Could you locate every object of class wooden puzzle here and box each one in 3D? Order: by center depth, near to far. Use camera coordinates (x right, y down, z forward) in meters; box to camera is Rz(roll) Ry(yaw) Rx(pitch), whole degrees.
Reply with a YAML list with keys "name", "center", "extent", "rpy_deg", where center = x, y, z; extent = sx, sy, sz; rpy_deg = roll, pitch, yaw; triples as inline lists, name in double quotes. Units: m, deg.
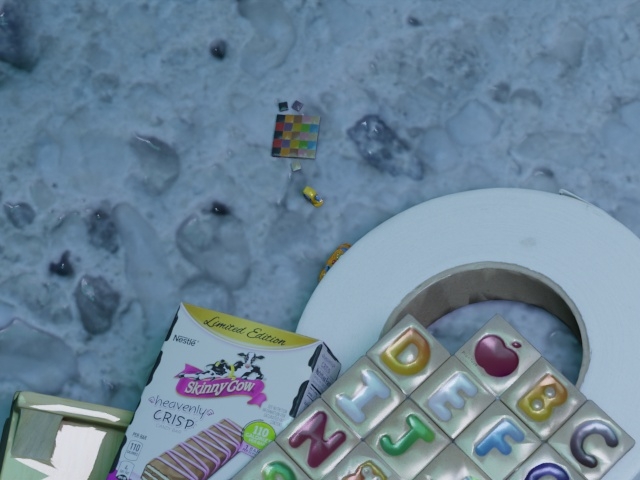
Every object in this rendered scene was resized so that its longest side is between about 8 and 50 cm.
- name: "wooden puzzle"
  center: [-0.027, -0.115, 1.612]
  extent: [0.049, 0.006, 0.083]
  rpy_deg: [4, 74, 11]

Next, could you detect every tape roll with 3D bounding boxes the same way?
- name: "tape roll"
  center: [0.162, 0.123, 1.419]
  extent: [0.392, 0.072, 0.392]
  rpy_deg: [-9, 55, 13]

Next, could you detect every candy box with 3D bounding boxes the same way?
- name: "candy box"
  center: [-0.097, 0.190, 1.375]
  extent: [0.159, 0.071, 0.233]
  rpy_deg: [13, 70, 22]

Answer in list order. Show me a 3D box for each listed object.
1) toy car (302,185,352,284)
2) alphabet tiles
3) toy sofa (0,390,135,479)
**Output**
- name: "toy car"
  center: [0.000, 0.000, 1.554]
  extent: [0.060, 0.040, 0.122]
  rpy_deg: [-37, 71, -2]
- name: "alphabet tiles"
  center: [0.097, 0.235, 1.283]
  extent: [0.342, 0.011, 0.285]
  rpy_deg: [-42, 72, -11]
- name: "toy sofa"
  center: [-0.269, 0.339, 1.460]
  extent: [0.150, 0.177, 0.362]
  rpy_deg: [13, 74, -12]
